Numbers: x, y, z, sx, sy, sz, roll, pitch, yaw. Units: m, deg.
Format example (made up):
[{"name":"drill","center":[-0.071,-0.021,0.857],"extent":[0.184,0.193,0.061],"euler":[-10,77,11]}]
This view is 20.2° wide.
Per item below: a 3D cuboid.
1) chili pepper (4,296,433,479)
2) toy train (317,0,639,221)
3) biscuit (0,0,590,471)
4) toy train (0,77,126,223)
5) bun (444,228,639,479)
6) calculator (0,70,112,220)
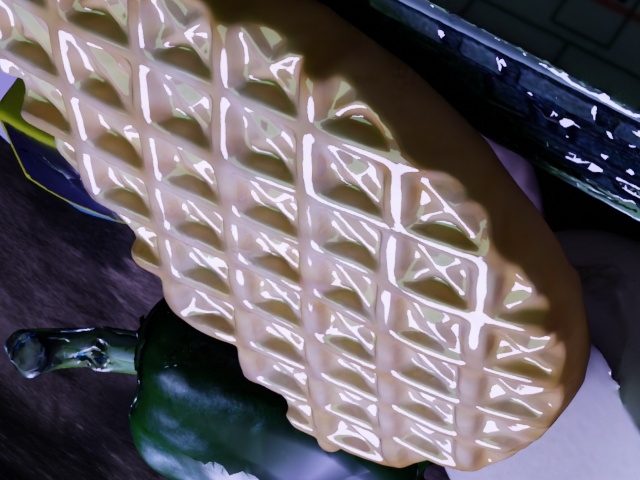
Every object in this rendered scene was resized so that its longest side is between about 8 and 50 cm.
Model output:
[{"name":"chili pepper","center":[-0.045,0.075,1.026],"extent":[0.261,0.165,0.174],"euler":[23,174,21]},{"name":"toy train","center":[0.113,-0.060,0.601],"extent":[0.407,0.088,0.086],"euler":[29,165,16]},{"name":"biscuit","center":[0.000,0.000,0.698],"extent":[0.204,0.040,0.309],"euler":[4,141,42]},{"name":"toy train","center":[-0.087,-0.096,0.776],"extent":[0.089,0.127,0.219],"euler":[25,155,19]},{"name":"bun","center":[0.135,0.075,0.808],"extent":[0.173,0.120,0.173],"euler":[34,134,44]},{"name":"calculator","center":[-0.156,-0.102,0.970],"extent":[0.173,0.051,0.293],"euler":[3,142,52]}]
